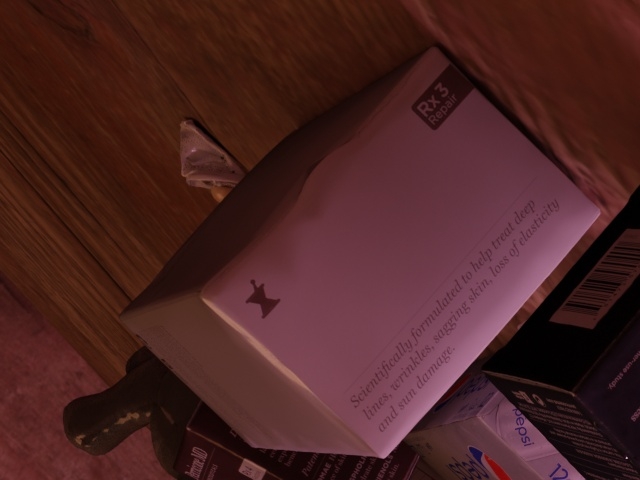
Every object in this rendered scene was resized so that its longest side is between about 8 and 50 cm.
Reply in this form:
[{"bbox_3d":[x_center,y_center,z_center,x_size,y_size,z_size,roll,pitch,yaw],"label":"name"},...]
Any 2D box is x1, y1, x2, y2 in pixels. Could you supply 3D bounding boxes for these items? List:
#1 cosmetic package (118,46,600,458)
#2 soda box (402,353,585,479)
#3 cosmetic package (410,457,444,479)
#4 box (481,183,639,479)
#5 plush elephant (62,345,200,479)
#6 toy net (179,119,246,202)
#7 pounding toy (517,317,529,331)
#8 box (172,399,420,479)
[{"bbox_3d":[0.008,0.020,1.324,0.156,0.217,0.385,44,169,-8],"label":"cosmetic package"},{"bbox_3d":[0.154,0.152,1.587,0.098,0.091,0.286,44,167,-1],"label":"soda box"},{"bbox_3d":[0.117,0.349,2.206,0.296,0.153,0.129,35,164,35],"label":"cosmetic package"},{"bbox_3d":[0.219,0.088,1.050,0.207,0.153,0.108,47,167,-17],"label":"box"},{"bbox_3d":[-0.068,0.201,2.102,0.255,0.330,0.272,23,-159,-52],"label":"plush elephant"},{"bbox_3d":[-0.065,-0.016,1.790,0.122,0.045,0.232,28,161,48],"label":"toy net"},{"bbox_3d":[0.206,0.091,1.272,0.130,0.100,0.141,52,170,24],"label":"pounding toy"},{"bbox_3d":[-0.008,0.175,1.843,0.203,0.167,0.168,28,159,2],"label":"box"}]
